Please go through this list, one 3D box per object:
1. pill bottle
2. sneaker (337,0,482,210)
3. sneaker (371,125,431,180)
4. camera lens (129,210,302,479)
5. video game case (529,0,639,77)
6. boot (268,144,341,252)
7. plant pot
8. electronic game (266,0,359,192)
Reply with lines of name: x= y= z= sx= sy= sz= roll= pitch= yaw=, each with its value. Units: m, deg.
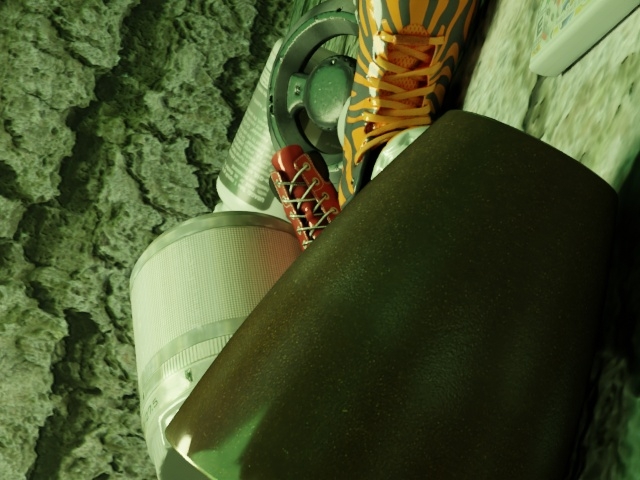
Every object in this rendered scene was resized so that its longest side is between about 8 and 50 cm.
pill bottle: x=-0.037 y=-0.102 z=1.653 sx=0.161 sy=0.161 sz=0.283 roll=-98 pitch=31 yaw=-71
sneaker: x=0.085 y=-0.135 z=1.188 sx=0.180 sy=0.125 sz=0.321 roll=-90 pitch=4 yaw=-45
sneaker: x=0.060 y=0.039 z=1.082 sx=0.121 sy=0.099 sz=0.262 roll=-99 pitch=22 yaw=-60
camera lens: x=-0.086 y=0.122 z=1.364 sx=0.219 sy=0.219 sz=0.274 roll=111 pitch=155 yaw=-45
video game case: x=0.196 y=-0.235 z=0.818 sx=0.227 sy=0.026 sz=0.206 roll=131 pitch=152 yaw=-75
boot: x=0.000 y=0.000 z=1.268 sx=0.176 sy=0.088 sz=0.244 roll=60 pitch=-171 yaw=-19
plant pot: x=0.063 y=0.053 z=0.706 sx=0.230 sy=0.215 sz=0.215 roll=-62 pitch=7 yaw=-2
electronic game: x=0.022 y=-0.169 z=1.482 sx=0.229 sy=0.048 sz=0.229 roll=-4 pitch=84 yaw=43
